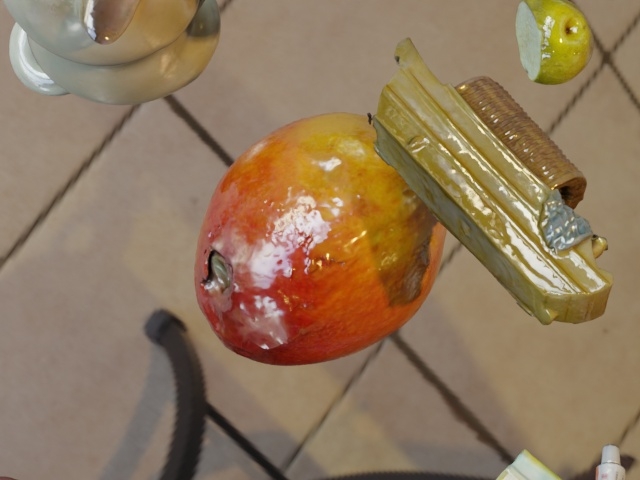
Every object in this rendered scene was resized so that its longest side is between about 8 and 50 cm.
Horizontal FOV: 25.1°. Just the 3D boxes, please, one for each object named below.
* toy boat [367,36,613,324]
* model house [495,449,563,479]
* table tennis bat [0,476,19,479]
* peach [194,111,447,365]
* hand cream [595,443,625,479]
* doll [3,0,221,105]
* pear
[{"bbox_3d":[0.152,-0.059,1.246,0.115,0.310,0.089,-33,149,-15],"label":"toy boat"},{"bbox_3d":[0.188,0.159,0.588,0.340,0.300,0.323,-37,161,-42],"label":"model house"},{"bbox_3d":[-0.310,0.265,1.267,0.246,0.022,0.138,34,60,-18],"label":"table tennis bat"},{"bbox_3d":[0.000,0.000,1.441,0.281,0.281,0.238,-31,94,-24],"label":"peach"},{"bbox_3d":[0.377,0.367,1.865,0.052,0.038,0.216,25,54,-22],"label":"hand cream"},{"bbox_3d":[-0.223,-0.263,1.522,0.226,0.370,0.215,-33,86,-13],"label":"doll"},{"bbox_3d":[0.358,-0.306,2.163,0.104,0.141,0.141,-10,111,-12],"label":"pear"}]
